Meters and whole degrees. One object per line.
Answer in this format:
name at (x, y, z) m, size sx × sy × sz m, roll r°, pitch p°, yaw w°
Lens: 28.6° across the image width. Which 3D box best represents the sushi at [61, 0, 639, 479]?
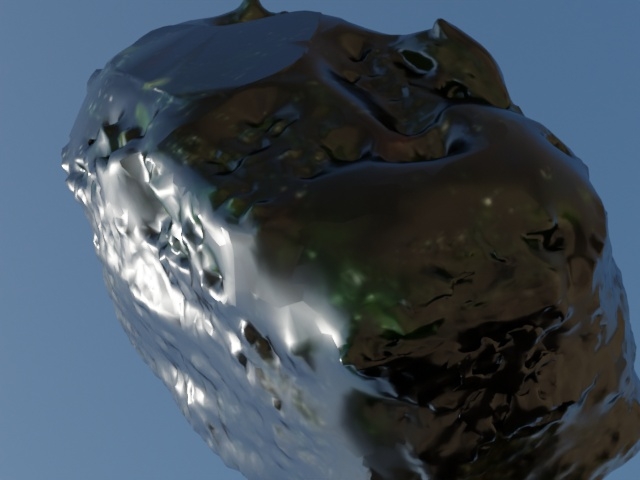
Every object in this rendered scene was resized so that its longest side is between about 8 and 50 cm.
sushi at (0.000, 0.000, 0.414) m, size 0.124 × 0.225 × 0.127 m, roll -30°, pitch -54°, yaw -22°
